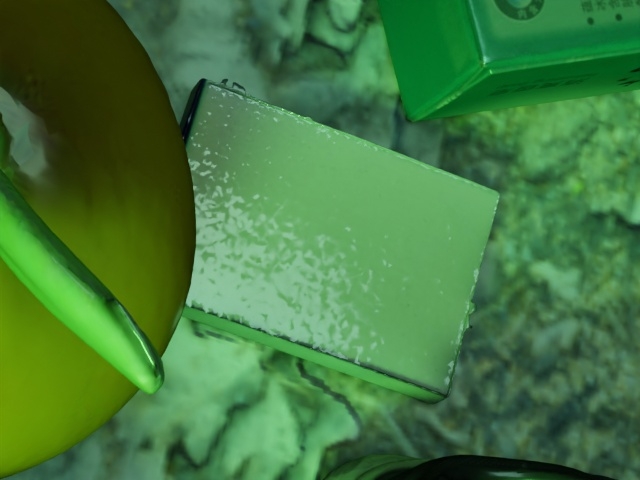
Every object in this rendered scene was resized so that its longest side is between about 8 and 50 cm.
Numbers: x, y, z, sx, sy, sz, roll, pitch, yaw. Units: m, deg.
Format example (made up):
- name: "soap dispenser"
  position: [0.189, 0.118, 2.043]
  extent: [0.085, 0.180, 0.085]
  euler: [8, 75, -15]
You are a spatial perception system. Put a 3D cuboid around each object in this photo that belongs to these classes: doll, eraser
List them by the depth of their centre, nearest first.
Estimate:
- name: "doll"
  position: [-0.134, -0.020, 0.660]
  extent: [0.213, 0.236, 0.213]
  euler: [5, 75, -20]
- name: "eraser"
  position: [0.000, 0.000, 0.816]
  extent: [0.150, 0.023, 0.104]
  euler: [20, 72, -13]

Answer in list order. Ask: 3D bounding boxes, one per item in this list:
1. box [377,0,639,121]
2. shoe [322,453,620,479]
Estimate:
- name: "box"
  position: [0.095, -0.189, 0.858]
  extent: [0.153, 0.092, 0.245]
  euler: [-9, 80, -21]
- name: "shoe"
  position: [0.107, 0.138, 0.770]
  extent: [0.227, 0.112, 0.099]
  euler: [9, 73, -14]
